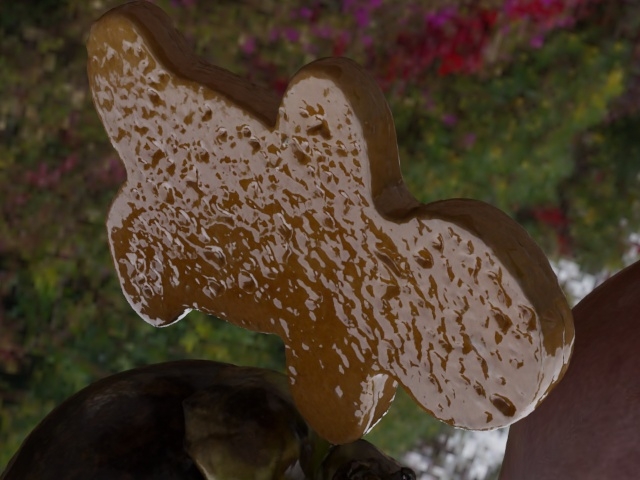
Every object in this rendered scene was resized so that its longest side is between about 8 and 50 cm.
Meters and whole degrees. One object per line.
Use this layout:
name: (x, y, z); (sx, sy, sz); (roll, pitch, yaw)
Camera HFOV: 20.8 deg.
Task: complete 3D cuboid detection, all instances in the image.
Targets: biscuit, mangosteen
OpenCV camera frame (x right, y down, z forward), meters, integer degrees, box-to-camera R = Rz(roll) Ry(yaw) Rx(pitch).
biscuit: (0.000, 0.000, 0.692); (0.250, 0.165, 0.036); (23, -143, 40)
mangosteen: (-0.040, 0.141, 0.761); (0.192, 0.217, 0.192); (11, -109, -35)

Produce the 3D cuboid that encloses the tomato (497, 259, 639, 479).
tomato: (0.260, 0.145, 1.048); (0.321, 0.321, 0.321); (11, -150, -7)
